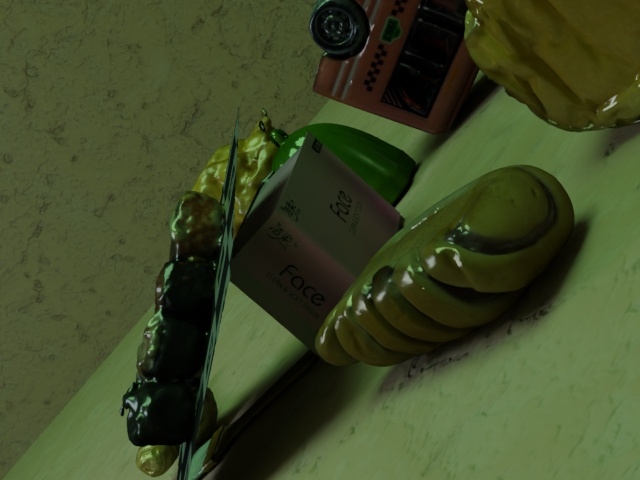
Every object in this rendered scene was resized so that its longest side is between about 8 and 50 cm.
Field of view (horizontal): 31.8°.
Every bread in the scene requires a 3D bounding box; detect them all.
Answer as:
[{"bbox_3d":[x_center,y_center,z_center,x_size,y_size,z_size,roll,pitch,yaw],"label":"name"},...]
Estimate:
[{"bbox_3d":[0.089,0.026,0.827,0.134,0.081,0.225,-49,6,-34],"label":"bread"},{"bbox_3d":[0.224,-0.196,0.808,0.250,0.179,0.133,-39,9,47],"label":"bread"}]

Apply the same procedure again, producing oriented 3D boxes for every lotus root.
[{"bbox_3d":[0.002,-0.084,1.424,0.186,0.186,0.186,-47,9,10],"label":"lotus root"}]

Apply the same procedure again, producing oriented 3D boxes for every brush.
[{"bbox_3d":[-0.073,0.182,1.176,0.218,0.010,0.082,-44,9,19],"label":"brush"}]

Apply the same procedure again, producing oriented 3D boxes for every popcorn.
[{"bbox_3d":[-0.062,-0.069,1.628,0.253,0.191,0.190,-41,22,-7],"label":"popcorn"}]

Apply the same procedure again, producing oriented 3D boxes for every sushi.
[{"bbox_3d":[-0.143,0.080,1.074,0.320,0.069,0.339,-95,17,-58],"label":"sushi"}]

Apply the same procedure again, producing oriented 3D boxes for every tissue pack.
[{"bbox_3d":[0.000,0.000,1.163,0.092,0.148,0.246,-44,12,21],"label":"tissue pack"}]

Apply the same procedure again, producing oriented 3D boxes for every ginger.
[{"bbox_3d":[-0.176,0.212,1.377,0.118,0.065,0.299,-44,6,-4],"label":"ginger"}]

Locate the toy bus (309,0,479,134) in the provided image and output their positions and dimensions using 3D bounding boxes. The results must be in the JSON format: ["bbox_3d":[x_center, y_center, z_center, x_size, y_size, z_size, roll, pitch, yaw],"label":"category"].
[{"bbox_3d":[0.146,-0.355,1.353,0.203,0.233,0.427,-62,-5,-57],"label":"toy bus"}]
